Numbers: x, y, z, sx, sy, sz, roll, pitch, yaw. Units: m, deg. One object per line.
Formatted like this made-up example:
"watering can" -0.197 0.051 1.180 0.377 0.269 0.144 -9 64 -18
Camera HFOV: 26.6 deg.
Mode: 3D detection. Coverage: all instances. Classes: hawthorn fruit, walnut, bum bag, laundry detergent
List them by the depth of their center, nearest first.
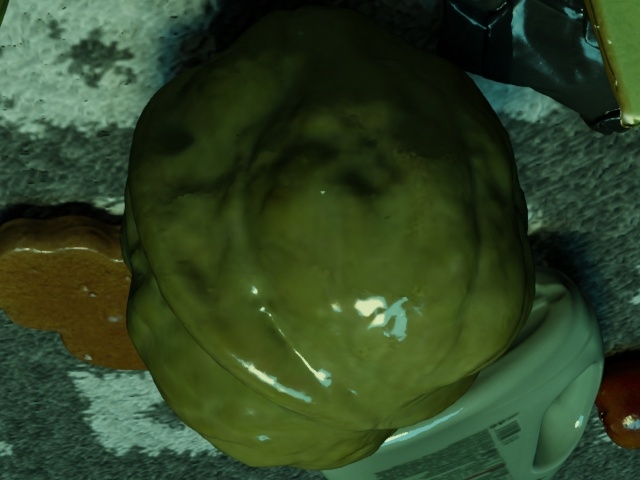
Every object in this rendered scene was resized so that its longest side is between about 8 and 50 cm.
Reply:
"walnut" 0.002 -0.001 0.882 0.282 0.277 0.253 -28 145 18
"bum bag" 0.164 -0.122 0.903 0.197 0.049 0.087 18 134 -22
"laundry detergent" 0.141 0.172 1.223 0.264 0.125 0.398 -26 148 4
"hawthorn fruit" 0.299 0.145 1.239 0.093 0.081 0.081 -21 141 3

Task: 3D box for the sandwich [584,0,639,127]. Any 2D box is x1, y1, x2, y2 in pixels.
"sandwich" 0.184 -0.181 0.719 0.117 0.187 0.144 -15 147 17

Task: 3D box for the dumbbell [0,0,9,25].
"dumbbell" -0.322 -0.177 0.751 0.302 0.108 0.121 19 147 -19

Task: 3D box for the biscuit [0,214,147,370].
"biscuit" -0.119 0.052 1.135 0.333 0.047 0.202 16 140 -25
